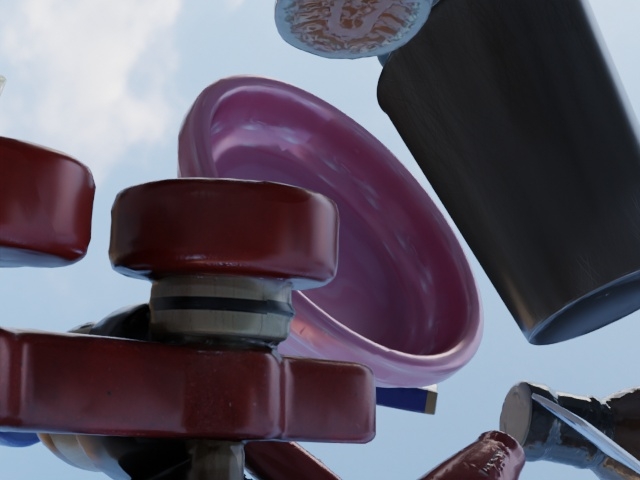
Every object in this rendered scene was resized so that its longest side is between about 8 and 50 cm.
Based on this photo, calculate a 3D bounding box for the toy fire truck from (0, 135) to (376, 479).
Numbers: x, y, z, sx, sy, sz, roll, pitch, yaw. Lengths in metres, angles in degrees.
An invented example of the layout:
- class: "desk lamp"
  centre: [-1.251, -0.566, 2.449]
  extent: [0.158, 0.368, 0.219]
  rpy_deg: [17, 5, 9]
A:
- class: "toy fire truck"
  centre: [-0.139, 0.063, 0.535]
  extent: [0.254, 0.302, 0.169]
  rpy_deg: [-6, -101, 48]

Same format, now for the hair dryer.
- class: "hair dryer"
  centre: [0.010, 0.159, 0.753]
  extent: [0.080, 0.294, 0.223]
  rpy_deg: [122, -39, -47]

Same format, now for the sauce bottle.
- class: "sauce bottle"
  centre: [0.332, 0.193, 1.100]
  extent: [0.111, 0.345, 0.111]
  rpy_deg: [-169, -90, -79]

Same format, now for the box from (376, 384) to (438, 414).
- class: "box"
  centre: [0.042, 0.183, 1.599]
  extent: [0.225, 0.136, 0.036]
  rpy_deg: [8, -84, 3]

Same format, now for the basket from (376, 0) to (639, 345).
- class: "basket"
  centre: [0.159, -0.053, 0.867]
  extent: [0.226, 0.154, 0.204]
  rpy_deg: [66, -28, 21]

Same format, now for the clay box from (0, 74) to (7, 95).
- class: "clay box"
  centre: [-0.337, -0.040, 0.972]
  extent: [0.222, 0.053, 0.127]
  rpy_deg: [-53, -160, 13]

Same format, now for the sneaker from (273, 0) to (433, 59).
- class: "sneaker"
  centre: [0.038, -0.208, 0.564]
  extent: [0.302, 0.108, 0.121]
  rpy_deg: [129, -35, -63]

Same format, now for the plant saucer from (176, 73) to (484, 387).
- class: "plant saucer"
  centre: [0.000, 0.000, 1.072]
  extent: [0.084, 0.332, 0.332]
  rpy_deg: [-43, -142, 28]

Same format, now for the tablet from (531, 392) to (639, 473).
- class: "tablet"
  centre: [0.171, 0.122, 0.746]
  extent: [0.006, 0.083, 0.054]
  rpy_deg: [-55, -151, -4]

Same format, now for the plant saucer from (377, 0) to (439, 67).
- class: "plant saucer"
  centre: [0.142, -0.220, 1.156]
  extent: [0.195, 0.037, 0.195]
  rpy_deg: [-28, -142, 25]
